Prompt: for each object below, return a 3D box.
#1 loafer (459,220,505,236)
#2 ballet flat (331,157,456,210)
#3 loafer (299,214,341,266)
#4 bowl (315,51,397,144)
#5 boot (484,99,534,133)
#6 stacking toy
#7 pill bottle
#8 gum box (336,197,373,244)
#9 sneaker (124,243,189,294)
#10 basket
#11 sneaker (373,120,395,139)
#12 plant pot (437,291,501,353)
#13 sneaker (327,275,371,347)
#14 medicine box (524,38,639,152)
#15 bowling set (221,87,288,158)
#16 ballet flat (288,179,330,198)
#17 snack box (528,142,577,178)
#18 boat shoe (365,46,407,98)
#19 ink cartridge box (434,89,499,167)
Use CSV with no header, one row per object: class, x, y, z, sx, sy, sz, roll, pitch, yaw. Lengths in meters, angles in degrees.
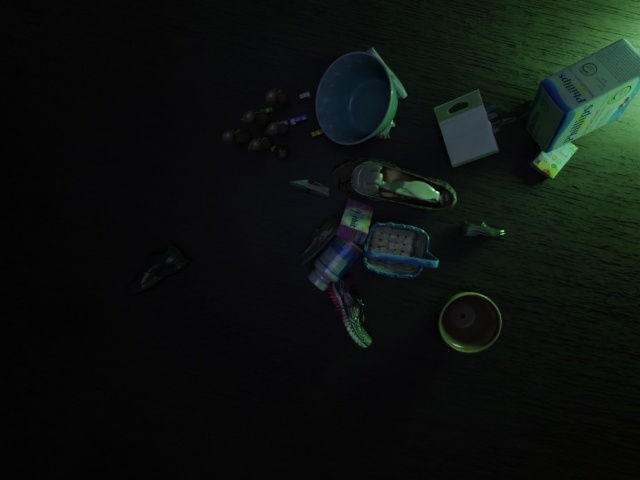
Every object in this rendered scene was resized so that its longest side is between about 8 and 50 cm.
loafer,0.630,-0.044,1.567,0.170,0.062,0.061,2,92,2
ballet flat,0.277,-0.210,1.509,0.483,0.182,0.164,14,99,2
loafer,0.000,0.000,1.610,0.251,0.094,0.087,-46,68,-1
bowl,0.153,-0.495,1.458,0.311,0.163,0.311,5,98,37
boot,0.682,-0.480,1.499,0.219,0.082,0.106,-33,96,9
stacking toy,-0.113,-0.459,1.570,0.221,0.052,0.167,-17,95,6
pill bottle,0.054,0.084,1.564,0.124,0.124,0.221,41,96,-2
gum box,0.133,-0.078,1.540,0.107,0.188,0.062,20,130,0
sneaker,-0.685,0.121,1.665,0.286,0.109,0.130,-33,87,-2
basket,0.283,0.039,1.484,0.255,0.289,0.201,10,98,4
sneaker,0.251,-0.465,1.549,0.075,0.057,0.161,9,97,-13
plant pot,0.571,0.311,1.589,0.237,0.110,0.237,0,96,3
sneaker,0.131,0.288,1.612,0.112,0.121,0.299,-26,94,5
medicine box,0.889,-0.476,1.377,0.289,0.263,0.149,-28,67,6
bowling set,-0.198,-0.400,1.495,0.287,0.154,0.200,-41,87,23
ballet flat,-0.042,-0.212,1.603,0.168,0.057,0.052,20,70,-2
snack box,0.876,-0.318,1.527,0.100,0.037,0.141,37,98,-2
boat shoe,0.235,-0.613,1.523,0.076,0.083,0.226,-37,87,26
ink cartridge box,0.540,-0.410,1.502,0.171,0.056,0.235,-18,93,27
